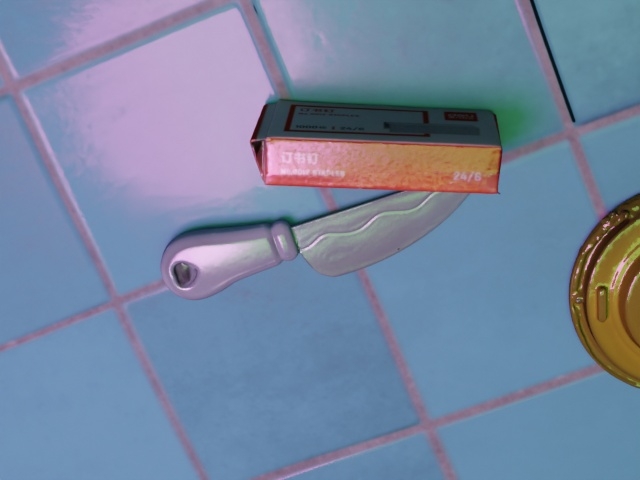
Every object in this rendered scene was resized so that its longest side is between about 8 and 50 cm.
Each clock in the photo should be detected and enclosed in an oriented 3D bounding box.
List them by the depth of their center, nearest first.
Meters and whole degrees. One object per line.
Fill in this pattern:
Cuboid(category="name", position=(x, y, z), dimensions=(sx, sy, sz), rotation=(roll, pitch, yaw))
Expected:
Cuboid(category="clock", position=(0.369, 0.059, 1.173), dimensions=(0.237, 0.057, 0.237), rotation=(1, 109, 4))

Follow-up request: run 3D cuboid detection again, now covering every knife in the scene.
Cuboid(category="knife", position=(0.000, 0.002, 1.187), dimensions=(0.331, 0.044, 0.080), rotation=(-13, 106, 4))

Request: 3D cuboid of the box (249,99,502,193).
Cuboid(category="box", position=(0.054, -0.090, 1.104), dimensions=(0.229, 0.123, 0.050), rotation=(3, 112, 3))
